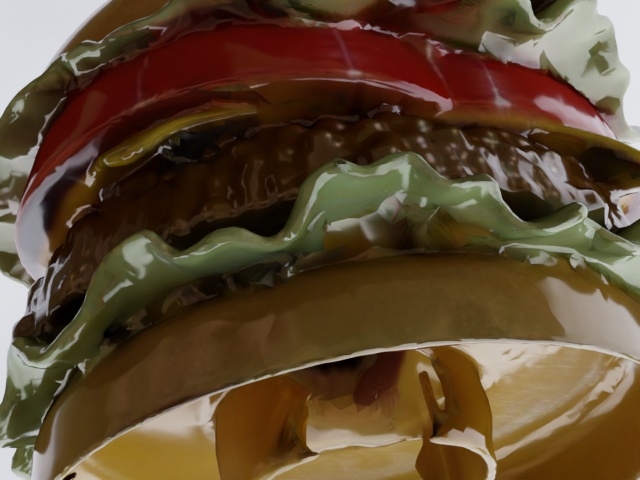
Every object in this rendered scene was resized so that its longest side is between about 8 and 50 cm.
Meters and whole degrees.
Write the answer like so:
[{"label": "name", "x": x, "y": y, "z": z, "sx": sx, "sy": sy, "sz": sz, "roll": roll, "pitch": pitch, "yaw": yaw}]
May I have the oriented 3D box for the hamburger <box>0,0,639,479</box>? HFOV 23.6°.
[{"label": "hamburger", "x": 0.000, "y": 0.000, "z": 0.596, "sx": 0.274, "sy": 0.274, "sz": 0.212, "roll": -24, "pitch": -121, "yaw": 22}]
